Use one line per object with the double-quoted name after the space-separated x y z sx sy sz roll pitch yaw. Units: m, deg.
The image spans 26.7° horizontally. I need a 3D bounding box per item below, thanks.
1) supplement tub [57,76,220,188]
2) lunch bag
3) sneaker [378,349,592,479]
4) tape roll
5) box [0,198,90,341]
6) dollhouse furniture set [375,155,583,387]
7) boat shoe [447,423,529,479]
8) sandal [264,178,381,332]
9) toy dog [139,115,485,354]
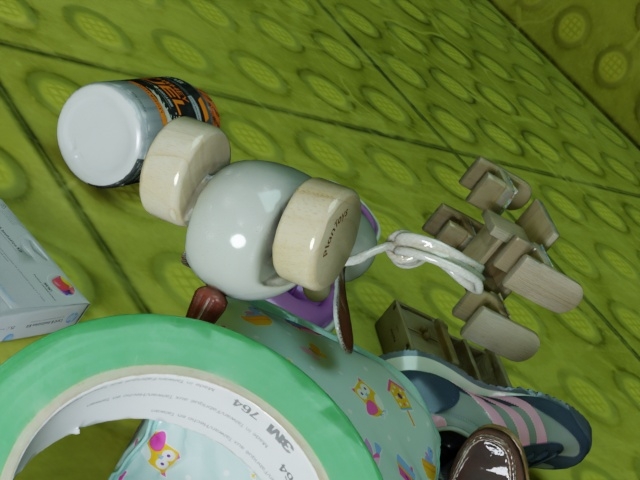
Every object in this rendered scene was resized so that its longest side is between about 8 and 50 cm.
-0.198 -0.125 1.522 0.117 0.117 0.190 43 23 12 "supplement tub"
-0.019 0.182 1.150 0.262 0.160 0.223 30 23 -3 "lunch bag"
0.174 0.223 1.445 0.319 0.112 0.131 19 46 -31 "sneaker"
-0.106 0.206 0.905 0.321 0.077 0.321 12 54 -18 "tape roll"
-0.311 0.026 1.175 0.145 0.038 0.186 46 25 19 "box"
0.205 0.070 1.567 0.161 0.242 0.212 26 26 -25 "dollhouse furniture set"
0.130 0.263 1.158 0.073 0.207 0.073 11 9 21 "boat shoe"
-0.013 -0.009 1.585 0.169 0.102 0.416 36 23 -2 "sandal"
-0.034 0.025 1.110 0.220 0.161 0.334 25 -1 39 "toy dog"
